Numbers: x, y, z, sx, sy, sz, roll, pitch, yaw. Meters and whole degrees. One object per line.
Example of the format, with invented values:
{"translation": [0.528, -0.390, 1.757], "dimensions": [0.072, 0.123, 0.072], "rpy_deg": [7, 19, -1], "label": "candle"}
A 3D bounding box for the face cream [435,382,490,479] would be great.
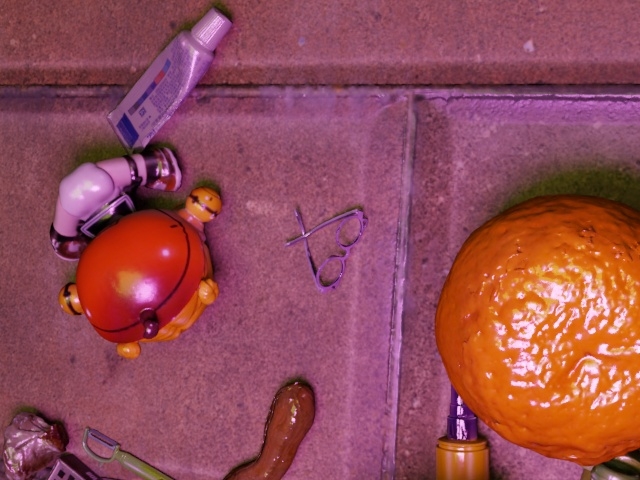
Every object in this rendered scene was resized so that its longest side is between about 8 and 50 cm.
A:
{"translation": [0.204, 0.341, 1.354], "dimensions": [0.078, 0.078, 0.273], "rpy_deg": [-1, 90, 20], "label": "face cream"}

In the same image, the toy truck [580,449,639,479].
{"translation": [0.416, 0.356, 1.217], "dimensions": [0.210, 0.187, 0.148], "rpy_deg": [18, 99, 20], "label": "toy truck"}

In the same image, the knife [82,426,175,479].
{"translation": [-0.316, 0.382, 1.581], "dimensions": [0.212, 0.015, 0.054], "rpy_deg": [23, 98, 19], "label": "knife"}

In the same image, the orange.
{"translation": [0.316, 0.105, 1.205], "dimensions": [0.340, 0.293, 0.341], "rpy_deg": [2, 101, 8], "label": "orange"}

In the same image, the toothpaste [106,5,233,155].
{"translation": [-0.243, -0.261, 1.535], "dimensions": [0.068, 0.099, 0.282], "rpy_deg": [33, 112, -28], "label": "toothpaste"}

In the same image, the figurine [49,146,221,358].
{"translation": [-0.291, 0.028, 1.479], "dimensions": [0.320, 0.196, 0.323], "rpy_deg": [-37, 67, 10], "label": "figurine"}

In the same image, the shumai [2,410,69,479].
{"translation": [-0.475, 0.351, 1.599], "dimensions": [0.087, 0.099, 0.124], "rpy_deg": [-3, 72, 13], "label": "shumai"}

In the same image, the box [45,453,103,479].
{"translation": [-0.447, 0.548, 1.613], "dimensions": [0.180, 0.047, 0.325], "rpy_deg": [35, 102, 17], "label": "box"}

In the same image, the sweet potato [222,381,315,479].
{"translation": [-0.074, 0.321, 1.470], "dimensions": [0.081, 0.062, 0.233], "rpy_deg": [41, 107, 32], "label": "sweet potato"}

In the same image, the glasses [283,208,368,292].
{"translation": [0.000, 0.000, 1.462], "dimensions": [0.104, 0.062, 0.140], "rpy_deg": [30, 100, 40], "label": "glasses"}
